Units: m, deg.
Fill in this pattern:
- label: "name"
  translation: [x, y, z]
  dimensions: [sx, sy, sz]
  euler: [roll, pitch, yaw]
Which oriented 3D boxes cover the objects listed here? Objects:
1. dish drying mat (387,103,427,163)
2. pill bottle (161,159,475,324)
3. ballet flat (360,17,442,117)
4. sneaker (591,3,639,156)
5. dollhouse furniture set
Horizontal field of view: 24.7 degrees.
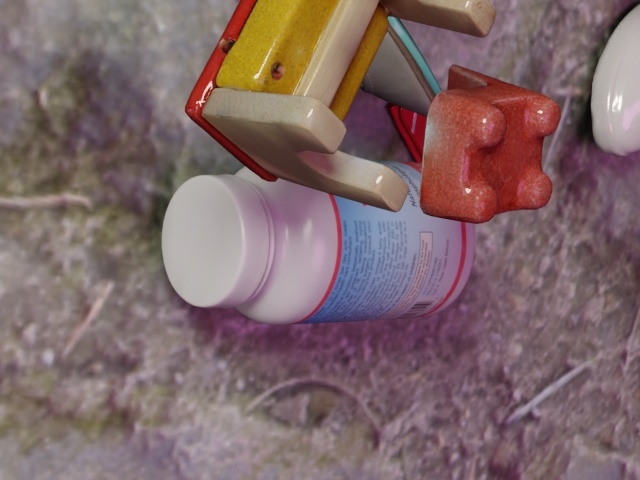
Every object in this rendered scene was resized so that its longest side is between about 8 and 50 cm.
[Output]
- label: "dish drying mat"
  translation: [0.066, -0.059, 0.861]
  dimensions: [0.032, 0.008, 0.083]
  euler: [-49, 132, -18]
- label: "pill bottle"
  translation: [0.000, 0.000, 0.768]
  dimensions: [0.160, 0.087, 0.087]
  euler: [0, 106, -43]
- label: "ballet flat"
  translation: [-0.007, -0.133, 0.737]
  dimensions: [0.068, 0.072, 0.213]
  euler: [-30, 129, 3]
- label: "sneaker"
  translation: [0.263, -0.129, 0.954]
  dimensions: [0.212, 0.094, 0.080]
  euler: [-45, 132, -20]
- label: "dollhouse furniture set"
  translation: [0.071, -0.176, 0.687]
  dimensions: [0.201, 0.152, 0.374]
  euler: [39, 73, -48]
